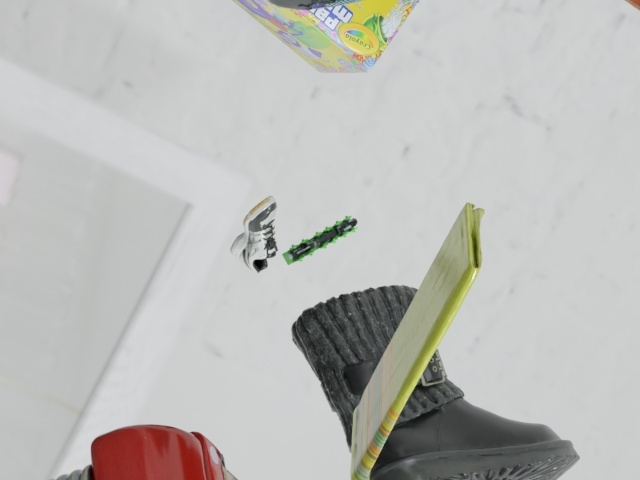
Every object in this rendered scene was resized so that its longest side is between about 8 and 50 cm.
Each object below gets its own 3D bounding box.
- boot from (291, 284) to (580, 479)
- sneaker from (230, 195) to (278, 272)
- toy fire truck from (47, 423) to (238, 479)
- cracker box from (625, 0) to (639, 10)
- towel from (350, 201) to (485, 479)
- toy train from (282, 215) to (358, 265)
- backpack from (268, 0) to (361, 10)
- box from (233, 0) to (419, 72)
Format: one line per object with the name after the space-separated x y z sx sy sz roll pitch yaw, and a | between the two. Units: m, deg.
0.143 0.185 1.731 0.131 0.348 0.260 -44 -125 33 | boot
-0.047 -0.005 1.233 0.032 0.037 0.083 -35 162 -35 | sneaker
-0.196 0.183 1.081 0.246 0.217 0.158 55 18 -51 | toy fire truck
0.394 -0.209 1.286 0.232 0.156 0.067 -2 125 -37 | cracker box
0.078 0.088 1.171 0.102 0.021 0.237 -86 -162 -58 | towel
0.000 0.000 1.314 0.083 0.017 0.023 -28 179 -35 | toy train
0.056 -0.311 1.098 0.191 0.253 0.225 122 -47 -73 | backpack
0.001 -0.409 1.845 0.279 0.290 0.177 -55 -159 -8 | box
